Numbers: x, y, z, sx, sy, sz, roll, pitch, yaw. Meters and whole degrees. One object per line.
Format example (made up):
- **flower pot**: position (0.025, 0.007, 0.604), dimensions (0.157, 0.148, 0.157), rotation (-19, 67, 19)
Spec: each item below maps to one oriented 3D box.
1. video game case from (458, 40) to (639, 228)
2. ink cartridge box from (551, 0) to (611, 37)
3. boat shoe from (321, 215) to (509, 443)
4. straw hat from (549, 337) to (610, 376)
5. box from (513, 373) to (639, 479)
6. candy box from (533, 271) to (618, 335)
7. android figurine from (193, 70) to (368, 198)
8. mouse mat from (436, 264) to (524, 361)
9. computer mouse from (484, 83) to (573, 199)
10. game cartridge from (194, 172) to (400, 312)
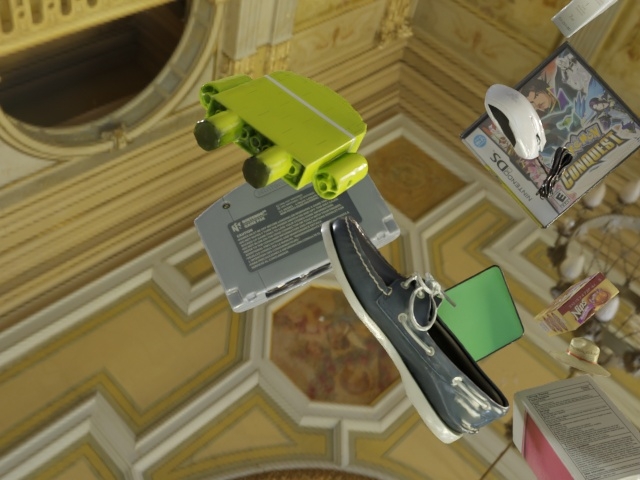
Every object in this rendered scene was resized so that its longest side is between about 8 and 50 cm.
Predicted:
- **video game case**: position (0.455, -0.203, 1.395), dimensions (0.275, 0.035, 0.248), rotation (-42, -94, 6)
- **ink cartridge box**: position (0.641, -0.556, 1.526), dimensions (0.060, 0.239, 0.275), rotation (51, -136, 2)
- **boat shoe**: position (0.091, 0.078, 0.699), dimensions (0.254, 0.079, 0.095), rotation (59, -159, 2)
- **straw hat**: position (0.617, 0.261, 1.681), dimensions (0.144, 0.061, 0.144), rotation (16, -171, -3)
- **box**: position (0.442, 0.357, 1.204), dimensions (0.149, 0.126, 0.232), rotation (-11, -150, -8)
- **candy box**: position (0.478, 0.124, 1.353), dimensions (0.109, 0.186, 0.053), rotation (-40, -103, -4)
- **android figurine**: position (-0.044, -0.158, 0.997), dimensions (0.248, 0.056, 0.273), rotation (36, -143, 12)
- **mouse mat**: position (0.273, 0.147, 1.305), dimensions (0.190, 0.007, 0.152), rotation (-25, -80, -12)
- **computer mouse**: position (0.329, -0.166, 1.128), dimensions (0.193, 0.042, 0.106), rotation (51, -119, -13)
- **game cartridge**: position (-0.044, -0.029, 1.178), dimensions (0.297, 0.062, 0.198), rotation (-25, -118, -7)
